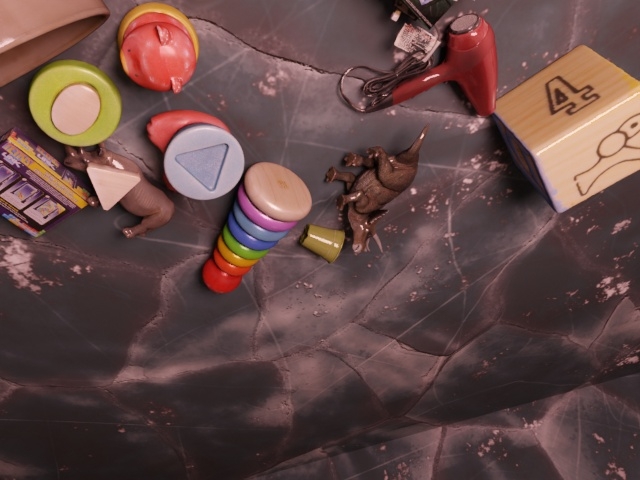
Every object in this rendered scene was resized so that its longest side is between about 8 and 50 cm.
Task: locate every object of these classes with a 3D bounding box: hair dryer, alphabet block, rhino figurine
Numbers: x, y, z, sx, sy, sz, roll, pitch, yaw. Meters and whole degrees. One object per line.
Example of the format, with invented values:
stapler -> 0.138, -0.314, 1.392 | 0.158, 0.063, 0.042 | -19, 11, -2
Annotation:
hair dryer -> 0.202, -0.302, 0.850 | 0.294, 0.080, 0.223 | 17, 141, -19
alphabet block -> 0.471, -0.206, 0.903 | 0.197, 0.193, 0.192 | -32, 133, 16
rhino figurine -> -0.370, -0.101, 0.882 | 0.106, 0.073, 0.243 | -30, 130, 8

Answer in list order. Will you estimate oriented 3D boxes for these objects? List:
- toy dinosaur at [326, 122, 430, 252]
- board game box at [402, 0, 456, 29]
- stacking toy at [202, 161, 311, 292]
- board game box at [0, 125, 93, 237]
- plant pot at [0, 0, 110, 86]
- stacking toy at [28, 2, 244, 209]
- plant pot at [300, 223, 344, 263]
toy dinosaur -> 0.119, -0.122, 0.973 | 0.161, 0.121, 0.313 | 12, 125, -38
board game box -> 0.112, -0.420, 0.634 | 0.260, 0.030, 0.136 | 30, 121, -33
stacking toy -> -0.158, -0.006, 1.000 | 0.141, 0.141, 0.330 | 18, 133, -28
board game box -> -0.531, -0.099, 0.862 | 0.141, 0.048, 0.170 | -29, 132, 11
plant pot -> -0.461, -0.311, 0.532 | 0.324, 0.323, 0.280 | -24, 118, 9
stacking toy -> -0.276, -0.170, 0.746 | 0.280, 0.130, 0.308 | -25, 128, -7
plant pot -> 0.000, 0.000, 1.069 | 0.079, 0.083, 0.083 | 22, 125, -16
